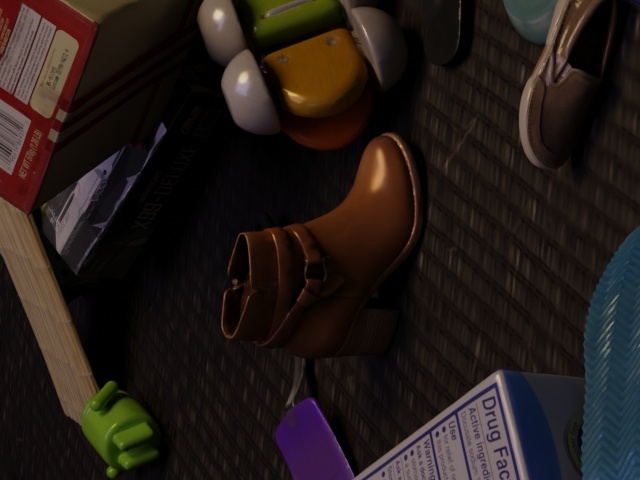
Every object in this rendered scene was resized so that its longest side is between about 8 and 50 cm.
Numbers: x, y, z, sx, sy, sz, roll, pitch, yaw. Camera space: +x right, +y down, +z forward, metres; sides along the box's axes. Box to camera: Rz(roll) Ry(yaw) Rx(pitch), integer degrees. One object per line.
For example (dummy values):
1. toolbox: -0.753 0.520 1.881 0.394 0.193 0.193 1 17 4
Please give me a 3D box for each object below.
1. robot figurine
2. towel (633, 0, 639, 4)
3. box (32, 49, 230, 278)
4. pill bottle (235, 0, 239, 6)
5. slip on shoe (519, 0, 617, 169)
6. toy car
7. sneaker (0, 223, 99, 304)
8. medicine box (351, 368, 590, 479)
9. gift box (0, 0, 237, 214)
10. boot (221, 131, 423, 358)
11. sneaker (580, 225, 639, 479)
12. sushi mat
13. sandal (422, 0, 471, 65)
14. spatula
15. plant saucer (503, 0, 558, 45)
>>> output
1. robot figurine: -0.211 0.199 1.759 0.115 0.067 0.101 36 144 55
2. towel: 0.299 -0.245 0.967 0.227 0.076 0.308 43 129 42
3. box: -0.253 -0.148 1.779 0.307 0.076 0.242 49 115 31
4. pill bottle: -0.164 -0.318 1.719 0.264 0.146 0.146 54 129 48
5. slip on shoe: 0.181 -0.116 1.196 0.041 0.051 0.135 21 94 61
6. toy car: -0.011 -0.156 1.460 0.136 0.159 0.182 73 175 -55
7. sneaker: -0.261 -0.033 1.892 0.256 0.094 0.151 -49 63 27
8. medicine box: 0.123 0.266 1.109 0.289 0.149 0.263 -44 48 46
9. gift box: -0.238 -0.190 1.527 0.276 0.258 0.255 37 127 5
10. boot: 0.000 0.000 1.368 0.073 0.152 0.197 5 88 59
11. sneaker: 0.225 0.078 1.051 0.087 0.092 0.229 -37 33 53
12. sushi mat: -0.306 0.072 1.840 0.151 0.019 0.316 18 130 60
13. sandal: 0.097 -0.233 1.366 0.067 0.040 0.179 -13 73 58
14. spatula: -0.025 0.103 1.506 0.084 0.030 0.296 -49 45 46
15. plant saucer: 0.170 -0.208 1.260 0.119 0.021 0.119 -21 66 57
